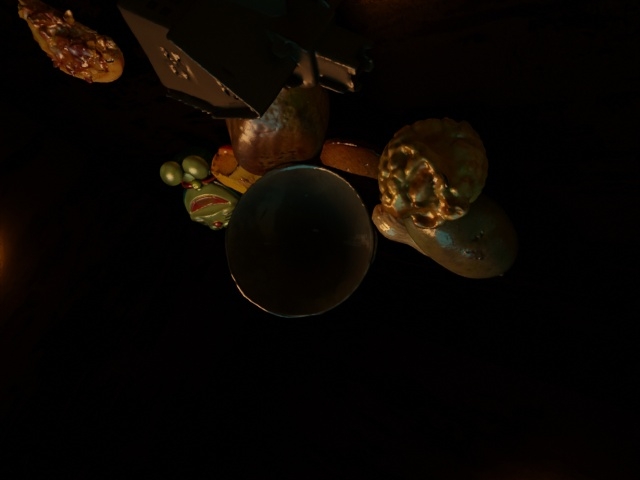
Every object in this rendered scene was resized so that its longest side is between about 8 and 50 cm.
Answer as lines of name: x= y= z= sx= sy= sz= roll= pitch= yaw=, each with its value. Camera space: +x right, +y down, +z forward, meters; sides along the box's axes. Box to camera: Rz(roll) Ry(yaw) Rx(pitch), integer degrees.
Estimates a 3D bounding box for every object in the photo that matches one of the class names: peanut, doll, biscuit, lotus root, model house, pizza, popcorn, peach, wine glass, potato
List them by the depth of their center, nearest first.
model house: x=-0.056 y=-0.246 z=0.452 sx=0.243 sy=0.212 sz=0.204 roll=29 pitch=168 yaw=12
popcorn: x=0.173 y=-0.104 z=0.667 sx=0.179 sy=0.180 sz=0.170 roll=22 pitch=-162 yaw=18
lotus root: x=-0.076 y=-0.217 z=0.714 sx=0.193 sy=0.193 sz=0.291 roll=27 pitch=171 yaw=-1
potato: x=0.275 y=-0.016 z=0.815 sx=0.251 sy=0.159 sz=0.174 roll=41 pitch=-170 yaw=-9
biscuit: x=0.083 y=-0.168 z=0.861 sx=0.206 sy=0.025 sz=0.126 roll=19 pitch=164 yaw=23
wine glass: x=0.000 y=0.000 z=0.905 sx=0.266 sy=0.267 sz=0.406 roll=24 pitch=-175 yaw=11
pizza: x=-0.569 y=-0.437 z=0.952 sx=0.289 sy=0.082 sz=0.229 roll=17 pitch=163 yaw=38
peanut: x=0.218 y=-0.024 z=1.009 sx=0.206 sy=0.087 sz=0.087 roll=27 pitch=166 yaw=4
peach: x=-0.209 y=-0.188 z=1.125 sx=0.151 sy=0.119 sz=0.151 roll=-9 pitch=140 yaw=-8
doll: x=-0.343 y=-0.164 z=1.323 sx=0.198 sy=0.186 sz=0.322 roll=-8 pitch=138 yaw=9
